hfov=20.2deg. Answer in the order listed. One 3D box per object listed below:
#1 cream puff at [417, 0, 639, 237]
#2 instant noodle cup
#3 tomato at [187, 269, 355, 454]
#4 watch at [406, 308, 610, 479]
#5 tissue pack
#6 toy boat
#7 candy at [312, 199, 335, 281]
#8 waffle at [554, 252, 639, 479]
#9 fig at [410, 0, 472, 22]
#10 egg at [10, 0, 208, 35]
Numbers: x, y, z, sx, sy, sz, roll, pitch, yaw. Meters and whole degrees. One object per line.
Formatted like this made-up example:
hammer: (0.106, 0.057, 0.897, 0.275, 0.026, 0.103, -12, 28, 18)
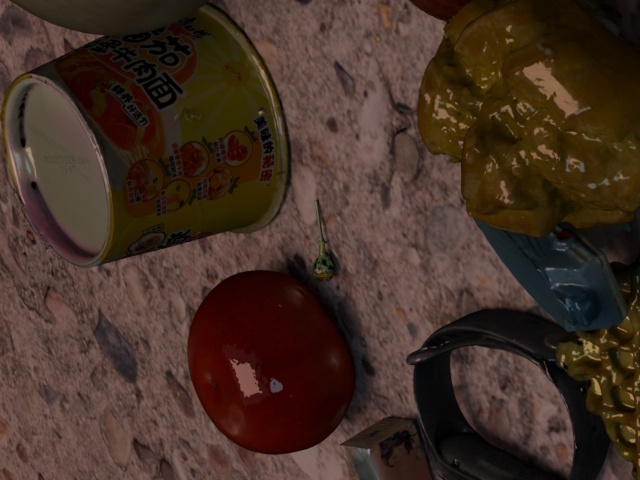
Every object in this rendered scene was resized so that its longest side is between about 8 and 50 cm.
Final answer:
cream puff: (0.167, -0.092, 1.332, 0.221, 0.195, 0.194, 48, 142, 33)
instant noodle cup: (-0.186, -0.100, 1.826, 0.264, 0.200, 0.264, 29, 130, 42)
tomato: (-0.057, 0.127, 1.840, 0.195, 0.136, 0.195, 32, 134, 41)
watch: (0.166, 0.150, 1.614, 0.206, 0.068, 0.193, 28, 127, 39)
tissue pack: (0.069, 0.232, 1.787, 0.059, 0.074, 0.094, -3, 110, 52)
toy boat: (0.196, -0.008, 1.446, 0.088, 0.102, 0.215, 63, 173, -31)
candy: (0.000, 0.000, 1.795, 0.023, 0.025, 0.083, -4, 99, 26)
waffle: (0.292, 0.109, 1.423, 0.223, 0.054, 0.204, 57, 143, 14)
fig: (0.099, -0.221, 1.404, 0.119, 0.153, 0.119, 15, 109, 48)
egg: (-0.211, -0.324, 1.675, 0.352, 0.258, 0.258, 35, 135, 41)
